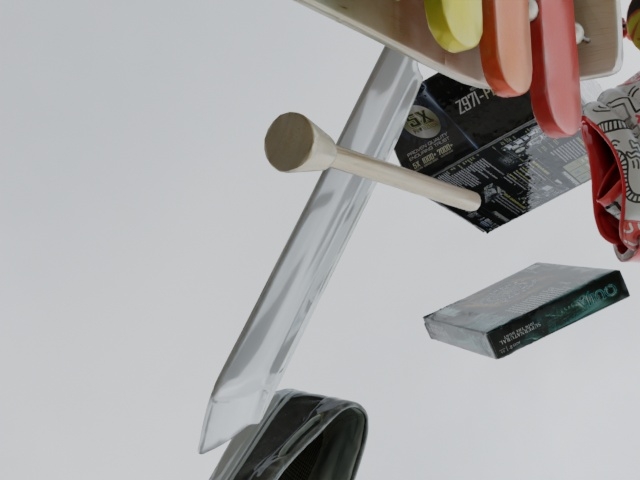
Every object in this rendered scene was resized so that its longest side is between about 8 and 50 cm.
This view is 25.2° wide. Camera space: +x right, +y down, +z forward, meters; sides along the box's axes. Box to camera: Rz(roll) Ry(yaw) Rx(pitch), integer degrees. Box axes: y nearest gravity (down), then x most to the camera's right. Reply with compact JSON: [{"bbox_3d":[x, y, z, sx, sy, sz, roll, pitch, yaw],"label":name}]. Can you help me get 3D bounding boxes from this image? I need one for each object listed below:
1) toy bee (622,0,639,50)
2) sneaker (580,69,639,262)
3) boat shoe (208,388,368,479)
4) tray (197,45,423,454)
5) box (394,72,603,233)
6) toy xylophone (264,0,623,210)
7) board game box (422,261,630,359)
[{"bbox_3d":[0.325,-0.225,1.283,0.162,0.195,0.298,14,-100,52],"label":"toy bee"},{"bbox_3d":[0.270,0.003,0.945,0.145,0.090,0.270,-27,-83,-5],"label":"sneaker"},{"bbox_3d":[-0.055,0.268,1.273,0.119,0.121,0.335,-12,-135,43],"label":"boat shoe"},{"bbox_3d":[0.000,0.000,0.860,0.030,0.145,0.270,25,-112,3],"label":"tray"},{"bbox_3d":[0.153,-0.087,1.158,0.147,0.180,0.077,-28,-112,19],"label":"box"},{"bbox_3d":[0.055,-0.140,0.736,0.081,0.323,0.236,-11,-98,35],"label":"toy xylophone"},{"bbox_3d":[0.171,0.058,1.231,0.126,0.186,0.026,-25,-84,-10],"label":"board game box"}]
